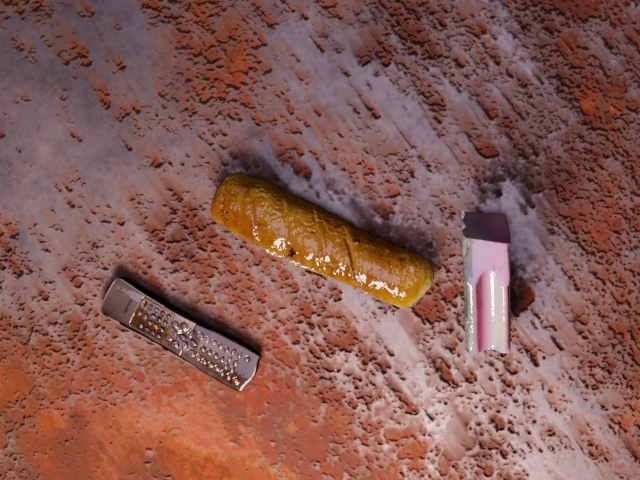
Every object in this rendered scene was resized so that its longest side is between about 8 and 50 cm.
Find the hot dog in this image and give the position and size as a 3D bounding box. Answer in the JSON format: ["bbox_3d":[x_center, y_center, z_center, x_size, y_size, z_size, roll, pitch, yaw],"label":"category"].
[{"bbox_3d":[0.001,-0.001,1.525,0.285,0.061,0.088,20,85,6],"label":"hot dog"}]

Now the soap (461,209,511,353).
[{"bbox_3d":[0.191,0.044,1.473,0.056,0.100,0.149,-3,119,4],"label":"soap"}]

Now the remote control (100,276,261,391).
[{"bbox_3d":[-0.173,0.115,1.577,0.212,0.028,0.059,29,94,6],"label":"remote control"}]
